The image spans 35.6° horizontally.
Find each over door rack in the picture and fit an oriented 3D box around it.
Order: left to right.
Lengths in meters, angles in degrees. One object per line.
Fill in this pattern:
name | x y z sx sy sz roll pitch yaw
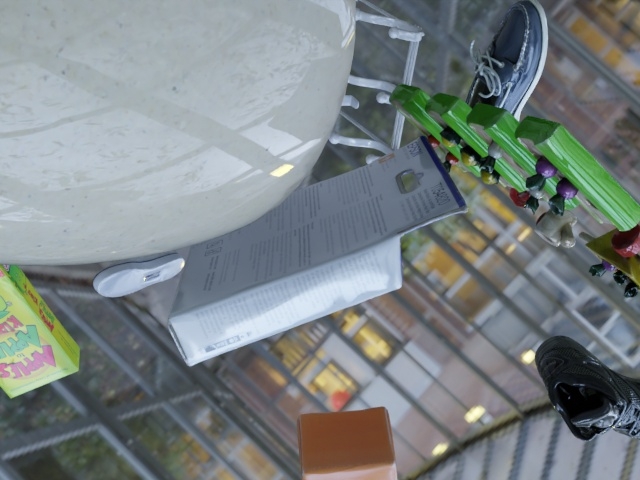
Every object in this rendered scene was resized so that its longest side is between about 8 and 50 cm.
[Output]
over door rack | 0.070 -0.295 1.740 0.324 0.108 0.240 -118 -146 -59

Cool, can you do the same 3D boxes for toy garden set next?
toy garden set | 0.173 -0.036 0.831 0.049 0.204 0.244 -52 -153 -2

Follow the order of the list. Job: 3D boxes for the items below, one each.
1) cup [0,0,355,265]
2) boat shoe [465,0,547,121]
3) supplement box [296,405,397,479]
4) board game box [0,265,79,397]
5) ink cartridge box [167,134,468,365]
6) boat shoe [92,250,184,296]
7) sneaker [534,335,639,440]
cup | -0.183 -0.120 0.528 0.237 0.331 0.331 -30 163 -52
boat shoe | 0.263 -0.243 1.487 0.079 0.095 0.254 -7 138 -22
supplement box | 0.028 0.255 0.830 0.080 0.078 0.233 -98 -178 -60
board game box | -0.364 0.095 1.151 0.092 0.181 0.043 -23 -144 4
ink cartridge box | 0.000 0.000 0.783 0.224 0.045 0.223 -21 -162 6
boat shoe | -0.171 0.023 0.912 0.100 0.035 0.035 -19 145 -46
sneaker | 0.377 0.220 1.264 0.087 0.227 0.130 -52 -167 26
